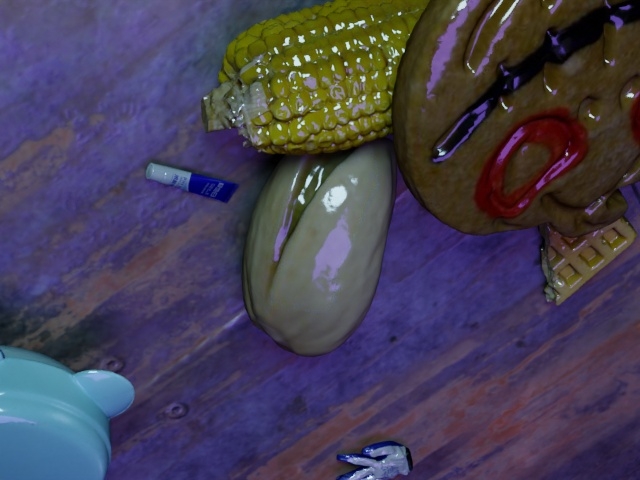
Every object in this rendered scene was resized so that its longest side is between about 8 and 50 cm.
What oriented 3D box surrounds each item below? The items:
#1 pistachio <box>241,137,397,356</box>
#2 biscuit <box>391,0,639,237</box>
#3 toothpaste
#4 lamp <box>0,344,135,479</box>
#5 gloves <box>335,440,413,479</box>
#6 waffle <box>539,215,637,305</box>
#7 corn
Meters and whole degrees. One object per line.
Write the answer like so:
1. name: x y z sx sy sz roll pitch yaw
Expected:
1. pistachio: 0.000 0.000 1.024 0.135 0.136 0.226 8 115 -24
2. biscuit: 0.221 -0.123 0.932 0.367 0.063 0.314 -23 133 -19
3. toothpaste: -0.110 -0.051 1.011 0.083 0.015 0.024 15 127 -34
4. lamp: -0.303 0.200 1.039 0.209 0.147 0.284 20 108 -28
5. gloves: 0.057 0.244 1.280 0.086 0.026 0.064 -20 128 2
6. waffle: 0.216 -0.022 1.140 0.125 0.032 0.191 -42 125 16
7. corn: 0.059 -0.144 0.935 0.321 0.119 0.119 -16 129 -8
